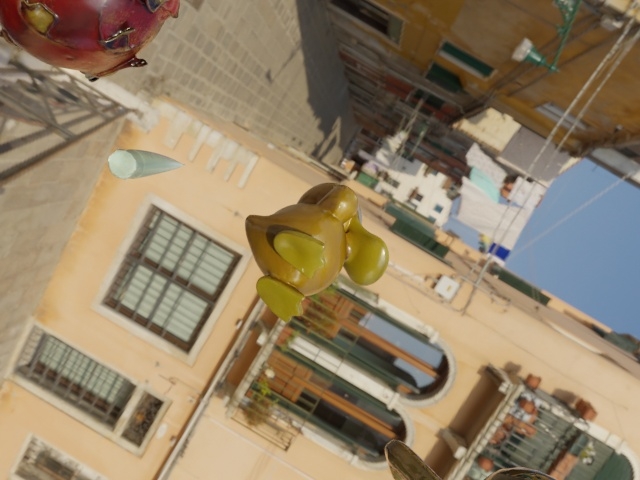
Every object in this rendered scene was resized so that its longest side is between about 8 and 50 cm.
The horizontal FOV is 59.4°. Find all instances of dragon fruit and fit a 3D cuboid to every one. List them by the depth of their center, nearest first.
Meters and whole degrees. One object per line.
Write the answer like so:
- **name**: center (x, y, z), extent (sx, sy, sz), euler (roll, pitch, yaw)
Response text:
- **dragon fruit**: center (-0.228, -0.210, 0.462), extent (0.125, 0.246, 0.125), euler (-21, 126, -73)

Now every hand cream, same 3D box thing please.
- **hand cream**: center (-0.310, -0.138, 1.003), extent (0.205, 0.078, 0.050), euler (-61, 159, -79)

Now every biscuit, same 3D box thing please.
- **biscuit**: center (0.238, 0.547, 1.104), extent (0.062, 0.290, 0.237), euler (-29, 125, -19)

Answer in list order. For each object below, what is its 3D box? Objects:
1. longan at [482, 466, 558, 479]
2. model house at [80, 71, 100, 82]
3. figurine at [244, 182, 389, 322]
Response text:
- **longan**: center (0.315, 0.444, 0.831), extent (0.198, 0.212, 0.198), euler (-35, 165, -11)
- **model house**: center (-0.512, -0.488, 1.253), extent (0.207, 0.154, 0.294), euler (-49, -146, -2)
- **figurine**: center (-0.009, -0.001, 0.901), extent (0.228, 0.215, 0.215), euler (-11, 143, -42)
